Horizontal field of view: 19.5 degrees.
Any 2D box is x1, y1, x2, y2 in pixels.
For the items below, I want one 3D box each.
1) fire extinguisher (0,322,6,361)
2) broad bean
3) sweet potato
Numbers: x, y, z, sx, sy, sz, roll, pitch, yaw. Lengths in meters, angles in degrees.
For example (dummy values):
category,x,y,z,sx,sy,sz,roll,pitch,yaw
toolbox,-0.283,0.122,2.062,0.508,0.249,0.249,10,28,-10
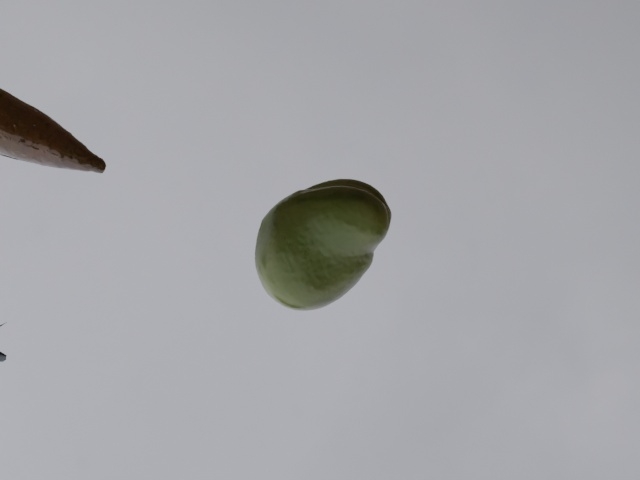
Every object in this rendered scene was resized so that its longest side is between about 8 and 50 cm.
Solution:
category,x,y,z,sx,sy,sz,roll,pitch,yaw
fire extinguisher,-0.392,0.001,1.981,0.105,0.105,0.269,15,-131,-43
broad bean,0.000,0.000,1.026,0.063,0.083,0.045,47,-175,-8
sweet potato,-0.294,-0.096,1.349,0.281,0.059,0.067,8,-178,-11
